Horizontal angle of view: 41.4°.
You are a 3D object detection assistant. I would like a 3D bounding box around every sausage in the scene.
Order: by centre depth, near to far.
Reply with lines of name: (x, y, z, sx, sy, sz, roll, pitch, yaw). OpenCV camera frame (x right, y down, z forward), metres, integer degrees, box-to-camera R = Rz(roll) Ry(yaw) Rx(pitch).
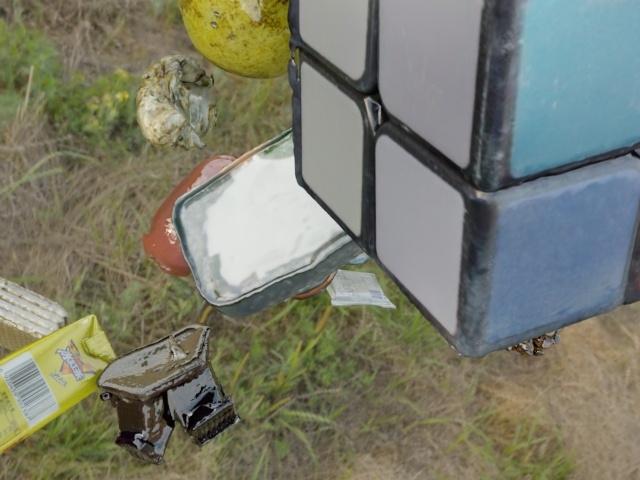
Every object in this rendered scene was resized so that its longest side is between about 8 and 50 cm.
sausage: (-0.244, -0.048, 1.709, 0.152, 0.279, 0.152, 42, 9, -9)

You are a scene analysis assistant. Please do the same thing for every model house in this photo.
model house: (0.000, 0.000, 1.115, 0.190, 0.271, 0.301, 63, 10, 25)
model house: (-0.228, 0.245, 1.291, 0.203, 0.164, 0.141, -21, 30, -27)

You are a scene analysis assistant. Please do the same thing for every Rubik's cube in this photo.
Rubik's cube: (0.175, -0.141, 0.715, 0.318, 0.316, 0.313, -16, 36, -20)

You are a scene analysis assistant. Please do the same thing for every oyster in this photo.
oyster: (-0.231, -0.205, 1.380, 0.094, 0.294, 0.166, -2, 82, 6)

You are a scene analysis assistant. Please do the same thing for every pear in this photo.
pear: (-0.069, -0.298, 1.041, 0.197, 0.197, 0.197, 14, 48, -17)

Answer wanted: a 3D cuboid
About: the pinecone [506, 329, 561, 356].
pinecone: (0.313, 0.105, 1.336, 0.174, 0.173, 0.173, 14, 48, -17)

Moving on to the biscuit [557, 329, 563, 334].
biscuit: (0.343, 0.090, 1.706, 0.332, 0.103, 0.332, 28, 13, -7)

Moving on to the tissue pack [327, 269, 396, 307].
tissue pack: (0.066, 0.090, 1.654, 0.123, 0.026, 0.193, 4, 17, -11)

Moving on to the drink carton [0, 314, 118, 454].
drink carton: (-0.447, 0.224, 1.176, 0.111, 0.155, 0.351, 63, 26, -4)

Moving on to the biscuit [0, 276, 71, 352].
biscuit: (-0.627, 0.083, 1.448, 0.426, 0.144, 0.078, 23, 57, 4)
